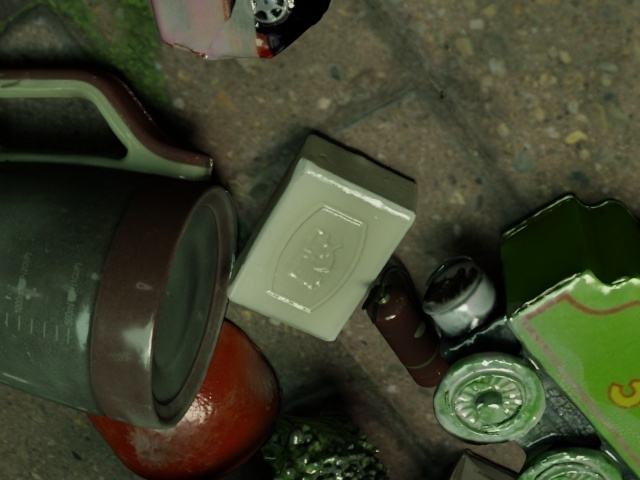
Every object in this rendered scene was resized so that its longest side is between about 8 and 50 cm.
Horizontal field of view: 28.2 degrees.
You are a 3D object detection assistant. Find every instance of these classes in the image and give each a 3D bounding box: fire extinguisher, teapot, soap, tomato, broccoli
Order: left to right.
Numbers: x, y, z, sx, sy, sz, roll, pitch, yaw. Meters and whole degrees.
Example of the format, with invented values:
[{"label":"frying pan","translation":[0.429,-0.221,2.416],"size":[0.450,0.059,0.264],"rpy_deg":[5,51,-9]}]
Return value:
[{"label":"teapot","translation":[-0.252,-0.009,1.186],"size":[0.312,0.233,0.315],"rpy_deg":[12,96,9]},{"label":"tomato","translation":[-0.151,0.176,1.338],"size":[0.228,0.112,0.199],"rpy_deg":[33,122,-15]},{"label":"broccoli","translation":[-0.045,0.344,1.290],"size":[0.249,0.302,0.375],"rpy_deg":[49,136,22]},{"label":"soap","translation":[0.000,0.000,1.214],"size":[0.121,0.064,0.183],"rpy_deg":[25,126,-9]},{"label":"fire extinguisher","translation":[0.082,0.079,1.244],"size":[0.045,0.078,0.157],"rpy_deg":[-4,142,30]}]

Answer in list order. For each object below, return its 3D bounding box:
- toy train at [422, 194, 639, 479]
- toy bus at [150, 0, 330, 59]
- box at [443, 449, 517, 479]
[{"label":"toy train","translation":[0.247,0.118,1.183],"size":[0.249,0.173,0.307],"rpy_deg":[-33,112,22]},{"label":"toy bus","translation":[-0.076,-0.293,0.991],"size":[0.147,0.127,0.303],"rpy_deg":[1,124,15]},{"label":"box","translation":[0.248,0.391,1.362],"size":[0.333,0.145,0.173],"rpy_deg":[26,125,0]}]
